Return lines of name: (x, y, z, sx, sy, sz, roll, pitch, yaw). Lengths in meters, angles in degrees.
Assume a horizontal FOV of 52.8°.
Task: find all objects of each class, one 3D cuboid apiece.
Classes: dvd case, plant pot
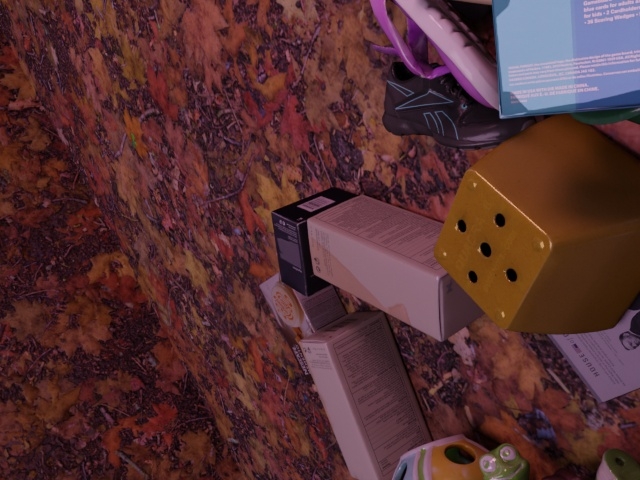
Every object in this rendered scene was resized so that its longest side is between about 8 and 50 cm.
dvd case: (0.400, 0.103, 0.853, 0.179, 0.030, 0.238, 56, 147, 14)
plant pot: (0.268, -0.007, 0.788, 0.212, 0.187, 0.212, 51, 142, 36)

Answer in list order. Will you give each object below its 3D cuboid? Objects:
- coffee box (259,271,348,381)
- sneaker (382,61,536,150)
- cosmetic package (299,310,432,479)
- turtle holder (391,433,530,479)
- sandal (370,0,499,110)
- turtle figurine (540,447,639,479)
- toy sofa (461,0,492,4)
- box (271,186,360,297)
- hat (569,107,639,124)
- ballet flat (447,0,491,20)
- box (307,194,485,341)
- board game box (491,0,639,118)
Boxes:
coffee box: (-0.020, 0.175, 1.437, 0.141, 0.098, 0.246, -33, 82, 57)
sneaker: (0.182, -0.193, 0.911, 0.267, 0.101, 0.106, 22, 125, 47)
cosmetic package: (0.095, 0.313, 1.309, 0.113, 0.160, 0.309, -10, 100, 58)
turtle holder: (0.234, 0.463, 1.118, 0.320, 0.244, 0.227, 73, 180, -65)
sandal: (0.116, -0.297, 0.875, 0.102, 0.169, 0.416, -46, 57, 26)
turtle figurine: (0.416, 0.416, 0.887, 0.198, 0.274, 0.266, 18, 128, 7)
toy sofa: (0.198, -0.434, 0.662, 0.150, 0.177, 0.362, 30, 132, 44)
box: (0.000, 0.000, 1.243, 0.093, 0.156, 0.158, 24, 129, 47)
hat: (0.391, -0.155, 0.703, 0.173, 0.184, 0.208, -30, 42, 47)
ballet flat: (0.158, -0.382, 0.851, 0.074, 0.074, 0.203, -17, 96, 57)
box: (0.131, 0.033, 1.089, 0.311, 0.148, 0.121, 27, 132, 46)
board game box: (0.271, -0.284, 0.539, 0.254, 0.079, 0.335, 3, 110, 36)
